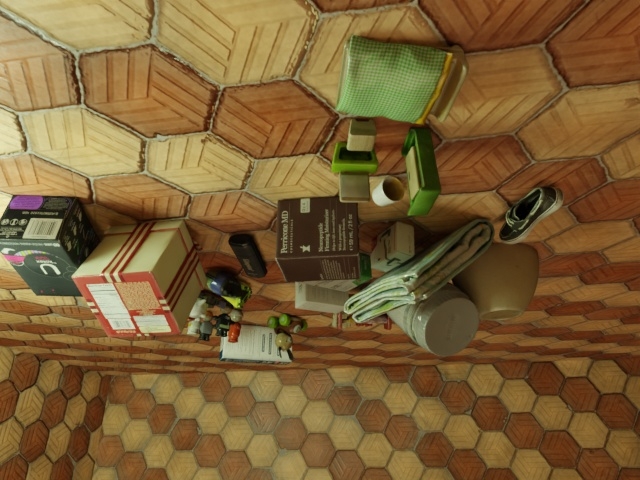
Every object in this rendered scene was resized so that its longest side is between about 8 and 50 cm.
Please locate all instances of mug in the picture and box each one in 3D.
[{"bbox_3d":[0.161,-0.108,1.068,0.078,0.062,0.064,18,158,-21],"label":"mug"}]

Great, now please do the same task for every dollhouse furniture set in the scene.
[{"bbox_3d":[0.156,0.276,1.828,0.201,0.152,0.374,0,172,-2],"label":"dollhouse furniture set"},{"bbox_3d":[0.126,-0.182,0.799,0.197,0.151,0.301,1,154,-3],"label":"dollhouse furniture set"}]

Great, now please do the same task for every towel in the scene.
[{"bbox_3d":[0.269,0.085,1.255,0.374,0.090,0.320,-29,176,-35],"label":"towel"}]

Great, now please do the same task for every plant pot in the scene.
[{"bbox_3d":[0.571,0.151,1.468,0.284,0.191,0.284,-1,155,0],"label":"plant pot"}]

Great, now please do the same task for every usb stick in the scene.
[{"bbox_3d":[-0.223,0.054,1.422,0.077,0.045,0.278,-2,155,2],"label":"usb stick"}]

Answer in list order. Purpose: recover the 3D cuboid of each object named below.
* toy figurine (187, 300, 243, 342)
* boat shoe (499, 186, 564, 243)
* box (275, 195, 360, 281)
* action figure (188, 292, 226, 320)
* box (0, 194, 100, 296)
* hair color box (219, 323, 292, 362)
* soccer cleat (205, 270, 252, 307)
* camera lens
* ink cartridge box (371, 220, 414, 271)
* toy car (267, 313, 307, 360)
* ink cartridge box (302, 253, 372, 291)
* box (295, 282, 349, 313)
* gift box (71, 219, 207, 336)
[{"bbox_3d":[-0.449,0.345,1.936,0.209,0.148,0.213,0,158,12],"label":"toy figurine"},{"bbox_3d":[0.511,-0.065,1.149,0.070,0.078,0.219,6,146,-15],"label":"boat shoe"},{"bbox_3d":[0.000,0.000,1.164,0.203,0.169,0.167,-3,155,5],"label":"box"},{"bbox_3d":[-0.532,0.267,1.731,0.330,0.179,0.341,-8,154,38],"label":"action figure"},{"bbox_3d":[-0.691,0.024,1.184,0.165,0.143,0.270,2,144,-4],"label":"box"},{"bbox_3d":[-0.319,0.520,2.258,0.347,0.174,0.105,9,154,-19],"label":"hair color box"},{"bbox_3d":[-0.335,0.173,1.657,0.121,0.093,0.289,26,165,16],"label":"soccer cleat"},{"bbox_3d":[0.350,0.221,1.476,0.219,0.219,0.274,11,-167,-22],"label":"camera lens"},{"bbox_3d":[0.203,0.019,1.287,0.056,0.099,0.135,17,149,-21],"label":"ink cartridge box"},{"bbox_3d":[-0.155,0.457,2.108,0.149,0.188,0.155,-18,150,33],"label":"toy car"},{"bbox_3d":[0.036,0.090,1.451,0.208,0.087,0.153,14,152,-29],"label":"ink cartridge box"},{"bbox_3d":[0.006,0.174,1.579,0.170,0.130,0.091,12,151,-24],"label":"box"},{"bbox_3d":[-0.478,0.109,1.251,0.255,0.258,0.276,0,127,7],"label":"gift box"}]
